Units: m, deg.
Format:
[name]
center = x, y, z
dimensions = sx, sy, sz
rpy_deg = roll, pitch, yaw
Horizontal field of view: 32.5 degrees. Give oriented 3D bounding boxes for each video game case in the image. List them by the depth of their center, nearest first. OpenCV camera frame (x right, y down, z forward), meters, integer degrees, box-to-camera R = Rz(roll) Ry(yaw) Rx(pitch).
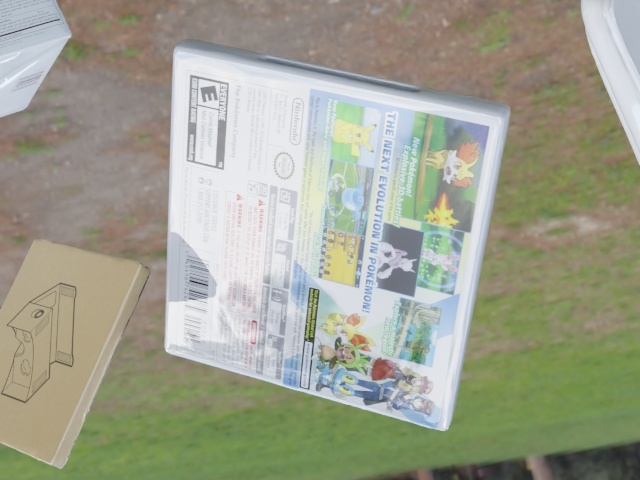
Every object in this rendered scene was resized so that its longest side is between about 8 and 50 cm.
[video game case]
center = 0.000, 0.000, 1.014
dimensions = 0.299, 0.329, 0.036
rpy_deg = 14, -151, 14

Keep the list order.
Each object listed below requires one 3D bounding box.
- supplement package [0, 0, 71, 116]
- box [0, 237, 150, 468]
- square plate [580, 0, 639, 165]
[supplement package]
center = -0.362, -0.225, 1.030
dimensions = 0.149, 0.203, 0.194
rpy_deg = -25, 179, -31
[box]
center = -0.263, 0.102, 1.058
dimensions = 0.164, 0.201, 0.021
rpy_deg = 11, 162, 37
[square plate]
center = 0.284, -0.192, 0.879
dimensions = 0.049, 0.344, 0.347
rpy_deg = -3, 146, 32
